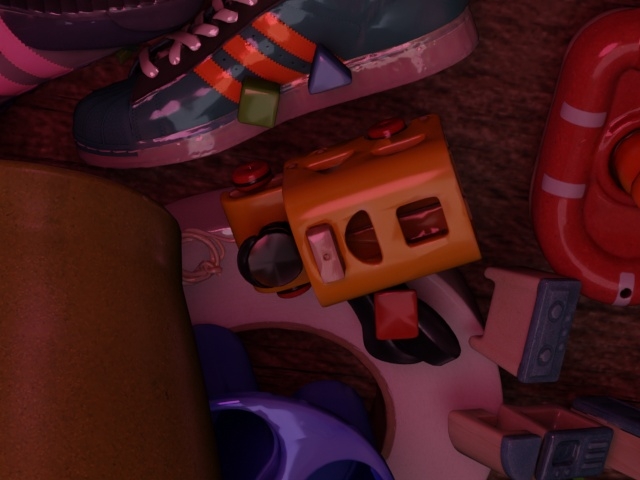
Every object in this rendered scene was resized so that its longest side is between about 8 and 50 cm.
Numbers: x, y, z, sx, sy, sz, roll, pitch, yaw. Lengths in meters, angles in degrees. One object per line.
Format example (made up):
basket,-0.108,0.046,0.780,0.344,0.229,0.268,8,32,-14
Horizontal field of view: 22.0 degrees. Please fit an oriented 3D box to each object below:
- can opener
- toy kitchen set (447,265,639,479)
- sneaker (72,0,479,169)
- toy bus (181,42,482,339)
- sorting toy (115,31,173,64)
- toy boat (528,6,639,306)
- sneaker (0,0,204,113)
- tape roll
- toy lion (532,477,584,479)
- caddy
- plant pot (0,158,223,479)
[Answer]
can opener,0.030,0.024,1.219,0.186,0.059,0.073,46,133,-16
toy kitchen set,0.222,0.110,1.296,0.207,0.122,0.166,1,105,-44
sneaker,-0.045,-0.148,1.169,0.302,0.108,0.121,-20,115,-1
toy bus,0.010,-0.008,1.109,0.191,0.104,0.202,24,108,-9
sorting toy,-0.131,-0.168,1.195,0.062,0.012,0.083,37,106,-28
toy boat,0.247,-0.050,1.222,0.151,0.151,0.231,6,118,-9
sneaker,-0.228,-0.138,1.161,0.319,0.112,0.131,-7,135,4
tape roll,-0.046,0.139,1.345,0.392,0.072,0.392,-3,120,-5
toy lion,0.197,0.234,1.450,0.096,0.034,0.100,25,114,-26
caddy,-0.088,0.235,1.252,0.241,0.179,0.341,26,114,-18
plant pot,-0.214,0.147,1.016,0.367,0.353,0.366,1,163,0
